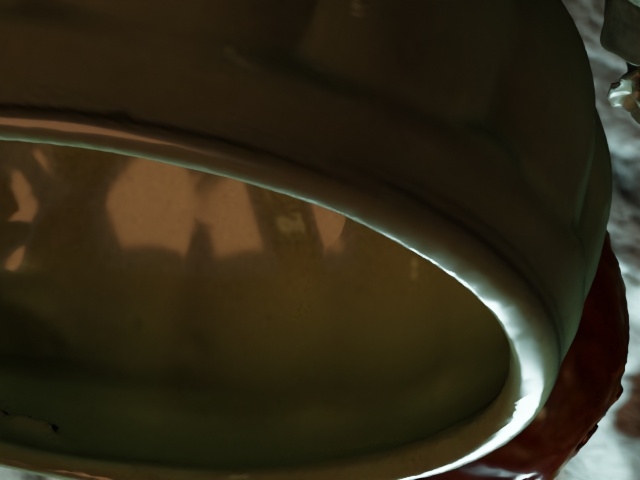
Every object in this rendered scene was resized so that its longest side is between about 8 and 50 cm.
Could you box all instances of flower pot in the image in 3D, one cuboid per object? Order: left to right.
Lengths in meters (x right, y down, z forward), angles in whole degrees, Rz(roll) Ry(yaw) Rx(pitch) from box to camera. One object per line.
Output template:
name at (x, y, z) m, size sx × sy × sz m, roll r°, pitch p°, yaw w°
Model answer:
flower pot at (-0.055, -0.070, 0.653) m, size 0.307 × 0.244 × 0.307 m, roll 6°, pitch 152°, yaw 3°

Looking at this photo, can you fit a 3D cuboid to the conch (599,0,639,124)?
conch at (0.184, -0.138, 0.665) m, size 0.210 × 0.159 × 0.291 m, roll 29°, pitch 134°, yaw 7°

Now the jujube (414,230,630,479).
jujube at (0.000, 0.000, 0.860) m, size 0.290 × 0.197 × 0.197 m, roll 40°, pitch 136°, yaw 5°
